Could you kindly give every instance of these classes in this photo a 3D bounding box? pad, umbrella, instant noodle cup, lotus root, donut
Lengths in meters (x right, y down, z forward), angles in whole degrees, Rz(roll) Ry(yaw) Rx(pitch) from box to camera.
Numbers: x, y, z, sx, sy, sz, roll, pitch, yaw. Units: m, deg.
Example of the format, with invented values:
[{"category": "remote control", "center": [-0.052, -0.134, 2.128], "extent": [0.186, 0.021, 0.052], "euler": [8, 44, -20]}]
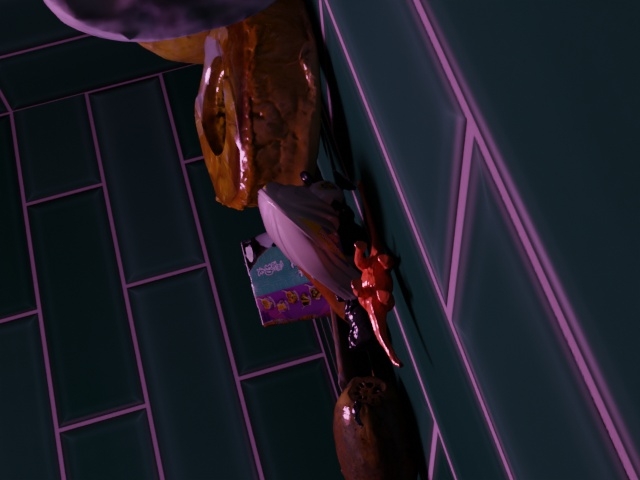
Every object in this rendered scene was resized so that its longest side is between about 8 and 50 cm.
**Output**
[{"category": "pad", "center": [0.065, 0.228, 1.734], "extent": [0.287, 0.018, 0.284], "euler": [-96, -14, -48]}, {"category": "umbrella", "center": [0.053, 0.061, 1.539], "extent": [0.066, 0.059, 0.236], "euler": [8, -118, -48]}, {"category": "instant noodle cup", "center": [-0.061, 0.070, 2.086], "extent": [0.251, 0.190, 0.251], "euler": [165, 90, -86]}, {"category": "lotus root", "center": [0.089, 0.326, 1.541], "extent": [0.123, 0.124, 0.241], "euler": [39, 145, 56]}, {"category": "donut", "center": [-0.101, -0.205, 1.451], "extent": [0.330, 0.159, 0.330], "euler": [179, 90, -76]}]

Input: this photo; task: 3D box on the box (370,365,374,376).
[{"category": "box", "center": [0.096, 0.274, 1.938], "extent": [0.073, 0.020, 0.149], "euler": [81, 172, -50]}]

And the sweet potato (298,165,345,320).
[{"category": "sweet potato", "center": [-0.003, -0.004, 1.631], "extent": [0.112, 0.112, 0.359], "euler": [-163, 58, -85]}]

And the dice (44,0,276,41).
[{"category": "dice", "center": [-0.190, -0.444, 1.071], "extent": [0.330, 0.327, 0.348], "euler": [79, 174, -49]}]

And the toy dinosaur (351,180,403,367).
[{"category": "toy dinosaur", "center": [0.069, 0.034, 1.241], "extent": [0.101, 0.055, 0.280], "euler": [69, -164, -65]}]

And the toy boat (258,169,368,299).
[{"category": "toy boat", "center": [0.002, -0.014, 1.355], "extent": [0.269, 0.140, 0.141], "euler": [69, -178, -58]}]

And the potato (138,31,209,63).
[{"category": "potato", "center": [-0.219, -0.385, 1.644], "extent": [0.330, 0.280, 0.213], "euler": [-17, -89, -83]}]
